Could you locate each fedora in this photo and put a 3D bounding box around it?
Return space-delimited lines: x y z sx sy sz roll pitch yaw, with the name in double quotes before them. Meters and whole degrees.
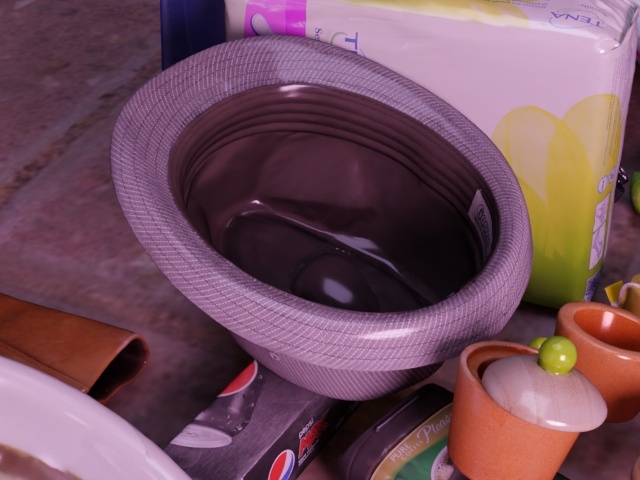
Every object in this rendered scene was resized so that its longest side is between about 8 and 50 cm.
"fedora" 0.000 0.000 0.774 0.275 0.124 0.243 33 51 21

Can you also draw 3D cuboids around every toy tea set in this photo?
"toy tea set" 0.219 0.065 0.698 0.200 0.124 0.336 28 26 30

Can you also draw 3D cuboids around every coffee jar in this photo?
"coffee jar" 0.099 0.161 0.687 0.096 0.079 0.184 -34 47 -27

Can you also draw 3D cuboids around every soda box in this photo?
"soda box" -0.032 0.118 0.775 0.060 0.053 0.169 20 42 27

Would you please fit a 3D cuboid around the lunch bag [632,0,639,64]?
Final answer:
"lunch bag" 0.304 -0.228 1.028 0.223 0.160 0.262 45 35 0

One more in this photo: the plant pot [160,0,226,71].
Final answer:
"plant pot" -0.008 -0.205 1.062 0.212 0.236 0.236 10 38 7

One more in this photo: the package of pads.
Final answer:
"package of pads" 0.075 -0.090 0.893 0.296 0.229 0.101 12 34 18

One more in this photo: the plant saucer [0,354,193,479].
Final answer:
"plant saucer" -0.203 0.220 0.542 0.400 0.100 0.400 21 36 -16

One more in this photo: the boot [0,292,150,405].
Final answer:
"boot" -0.299 0.105 0.811 0.280 0.096 0.264 24 36 20

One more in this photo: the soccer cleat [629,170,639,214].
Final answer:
"soccer cleat" 0.337 -0.056 0.964 0.178 0.060 0.072 -10 21 7

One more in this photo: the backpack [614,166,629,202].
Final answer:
"backpack" 0.185 -0.113 1.016 0.151 0.115 0.182 3 34 12
